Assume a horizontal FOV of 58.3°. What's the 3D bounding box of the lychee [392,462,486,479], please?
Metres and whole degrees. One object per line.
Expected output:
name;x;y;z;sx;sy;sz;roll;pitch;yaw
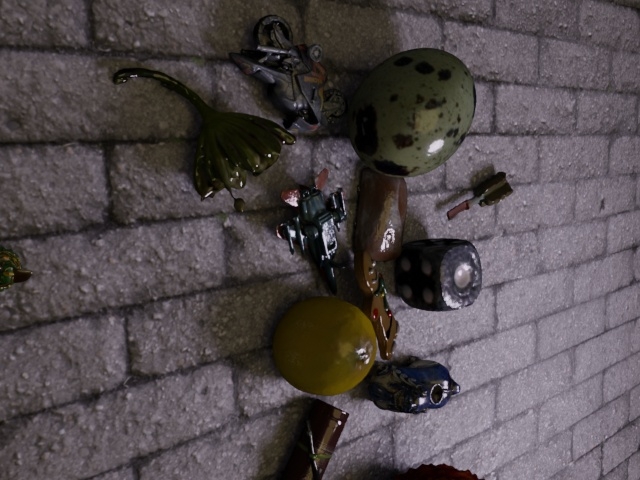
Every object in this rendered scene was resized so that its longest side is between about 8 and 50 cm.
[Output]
lychee;0.311;0.811;1.526;0.500;0.425;0.424;20;82;-22

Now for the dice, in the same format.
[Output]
dice;0.327;0.092;1.596;0.182;0.183;0.182;-8;99;-35

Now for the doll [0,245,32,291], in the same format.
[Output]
doll;-0.541;0.063;0.969;0.078;0.113;0.076;15;100;-37

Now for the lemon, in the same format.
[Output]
lemon;0.022;0.252;1.355;0.240;0.219;0.240;-4;96;-42

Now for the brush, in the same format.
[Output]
brush;0.485;-0.128;1.769;0.301;0.071;0.084;-28;100;-32

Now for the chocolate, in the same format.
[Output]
chocolate;0.175;-0.067;1.524;0.161;0.083;0.261;2;93;-39

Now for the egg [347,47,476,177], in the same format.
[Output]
egg;0.231;-0.317;1.409;0.379;0.288;0.287;-41;117;-24

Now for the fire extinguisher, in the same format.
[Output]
fire extinguisher;-0.045;0.563;1.406;0.141;0.105;0.341;38;71;-39

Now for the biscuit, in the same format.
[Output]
biscuit;0.150;0.159;1.488;0.197;0.049;0.301;-70;143;-63

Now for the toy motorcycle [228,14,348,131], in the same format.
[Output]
toy motorcycle;-0.061;-0.354;1.299;0.307;0.108;0.173;43;75;-30

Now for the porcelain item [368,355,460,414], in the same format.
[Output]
porcelain item;0.269;0.406;1.584;0.288;0.186;0.137;8;89;-39

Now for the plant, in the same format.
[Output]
plant;-0.207;-0.248;1.163;0.251;0.180;0.333;-45;116;-37

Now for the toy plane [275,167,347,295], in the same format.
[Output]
toy plane;0.005;0.001;1.386;0.223;0.104;0.326;-33;114;-31
